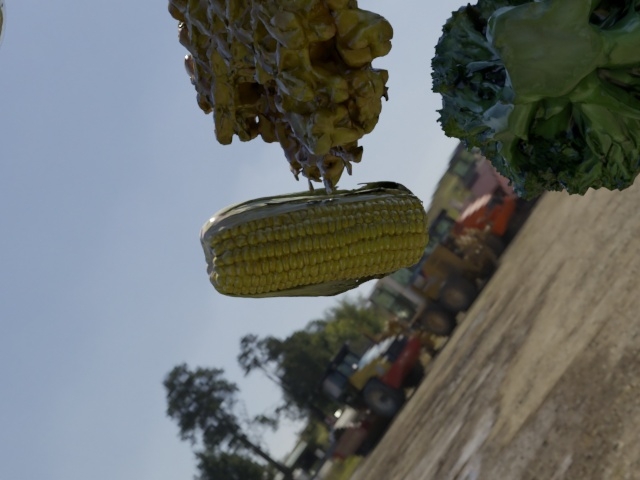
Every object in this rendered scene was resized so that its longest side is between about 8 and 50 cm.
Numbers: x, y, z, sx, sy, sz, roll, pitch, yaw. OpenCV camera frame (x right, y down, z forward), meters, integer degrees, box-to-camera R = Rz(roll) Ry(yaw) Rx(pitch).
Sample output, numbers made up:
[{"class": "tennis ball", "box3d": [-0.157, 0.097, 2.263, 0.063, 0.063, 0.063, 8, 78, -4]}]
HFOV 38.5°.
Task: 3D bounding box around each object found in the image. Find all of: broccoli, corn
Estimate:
[{"class": "broccoli", "box3d": [0.210, -0.159, 0.766, 0.269, 0.261, 0.241, -21, 5, 24]}, {"class": "corn", "box3d": [-0.001, -0.001, 1.187, 0.305, 0.123, 0.122, -6, -31, -17]}]

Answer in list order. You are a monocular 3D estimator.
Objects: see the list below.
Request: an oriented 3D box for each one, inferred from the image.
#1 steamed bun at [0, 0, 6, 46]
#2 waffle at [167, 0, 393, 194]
[{"class": "steamed bun", "box3d": [-0.704, -0.395, 1.564, 0.324, 0.206, 0.324, -17, -50, -22]}, {"class": "waffle", "box3d": [-0.032, -0.121, 0.535, 0.070, 0.197, 0.193, -25, -10, -22]}]
